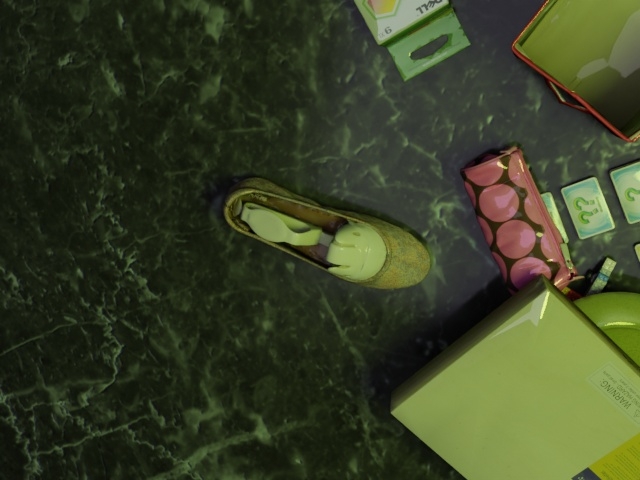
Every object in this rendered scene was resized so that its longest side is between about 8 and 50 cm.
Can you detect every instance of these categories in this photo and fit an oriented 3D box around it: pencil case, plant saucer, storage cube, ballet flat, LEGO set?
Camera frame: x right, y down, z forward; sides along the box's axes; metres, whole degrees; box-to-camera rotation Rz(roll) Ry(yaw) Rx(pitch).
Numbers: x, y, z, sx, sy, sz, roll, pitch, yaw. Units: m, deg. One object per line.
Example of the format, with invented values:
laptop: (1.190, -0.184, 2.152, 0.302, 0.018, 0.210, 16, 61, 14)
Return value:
pencil case: (0.266, -0.024, 1.109, 0.209, 0.095, 0.098, 65, 150, 7)
plant saucer: (0.394, 0.184, 1.124, 0.241, 0.037, 0.240, 2, 114, 4)
storage cube: (0.363, -0.249, 1.008, 0.184, 0.193, 0.215, 40, 106, 5)
ballet flat: (0.000, 0.000, 1.190, 0.316, 0.106, 0.107, 19, 104, 10)
LEGO set: (0.388, 0.036, 1.124, 0.183, 0.060, 0.244, -19, 95, 21)

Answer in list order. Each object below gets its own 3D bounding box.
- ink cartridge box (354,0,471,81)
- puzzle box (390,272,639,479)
ink cartridge box: (0.106, -0.332, 1.126, 0.109, 0.062, 0.209, -28, 93, 16)
puzzle box: (0.330, 0.265, 1.117, 0.409, 0.052, 0.272, 43, 111, -13)
